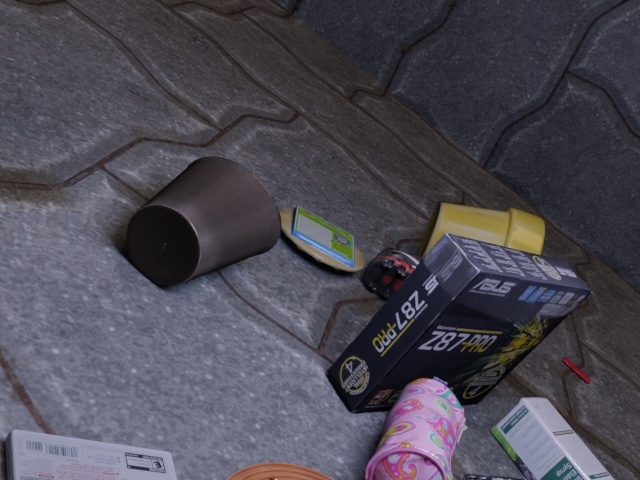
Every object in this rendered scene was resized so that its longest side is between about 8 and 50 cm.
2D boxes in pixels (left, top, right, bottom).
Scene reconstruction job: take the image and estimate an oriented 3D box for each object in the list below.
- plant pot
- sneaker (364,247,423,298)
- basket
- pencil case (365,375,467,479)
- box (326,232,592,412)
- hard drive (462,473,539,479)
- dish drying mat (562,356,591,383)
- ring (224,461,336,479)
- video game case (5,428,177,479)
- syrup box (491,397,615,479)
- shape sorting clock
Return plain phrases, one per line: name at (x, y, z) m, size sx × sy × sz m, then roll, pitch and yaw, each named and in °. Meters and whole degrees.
plant pot at (0.364, 0.025, 1.905) m, size 0.239 × 0.254 × 0.254 m, roll 21°, pitch 23°, yaw 1°
sneaker at (0.219, 0.105, 1.695) m, size 0.276 × 0.098 × 0.135 m, roll 33°, pitch 25°, yaw -6°
basket at (-0.195, -0.026, 1.290) m, size 0.204 × 0.154 × 0.227 m, roll 39°, pitch 26°, yaw 6°
pencil case at (0.143, 0.293, 1.161) m, size 0.124 × 0.124 × 0.284 m, roll 40°, pitch 16°, yaw 6°
box at (0.242, 0.150, 1.362) m, size 0.395 × 0.318 × 0.097 m, roll 11°, pitch 34°, yaw -48°
hard drive at (0.369, 0.435, 1.117) m, size 0.338 × 0.064 × 0.237 m, roll 4°, pitch 23°, yaw 4°
dish drying mat at (0.634, 0.321, 2.002) m, size 0.083 × 0.008 × 0.032 m, roll 43°, pitch 22°, yaw 15°
ring at (0.006, 0.397, 0.918) m, size 0.336 × 0.032 × 0.337 m, roll 30°, pitch 24°, yaw -15°
video game case at (-0.222, 0.278, 0.826) m, size 0.190 × 0.022 × 0.173 m, roll 21°, pitch 27°, yaw -36°
syrup box at (0.424, 0.400, 1.437) m, size 0.096 × 0.093 × 0.237 m, roll 12°, pitch 34°, yaw -47°
shape sorting clock at (0.000, 0.000, 1.652) m, size 0.206 × 0.040 × 0.206 m, roll 27°, pitch 24°, yaw -13°
